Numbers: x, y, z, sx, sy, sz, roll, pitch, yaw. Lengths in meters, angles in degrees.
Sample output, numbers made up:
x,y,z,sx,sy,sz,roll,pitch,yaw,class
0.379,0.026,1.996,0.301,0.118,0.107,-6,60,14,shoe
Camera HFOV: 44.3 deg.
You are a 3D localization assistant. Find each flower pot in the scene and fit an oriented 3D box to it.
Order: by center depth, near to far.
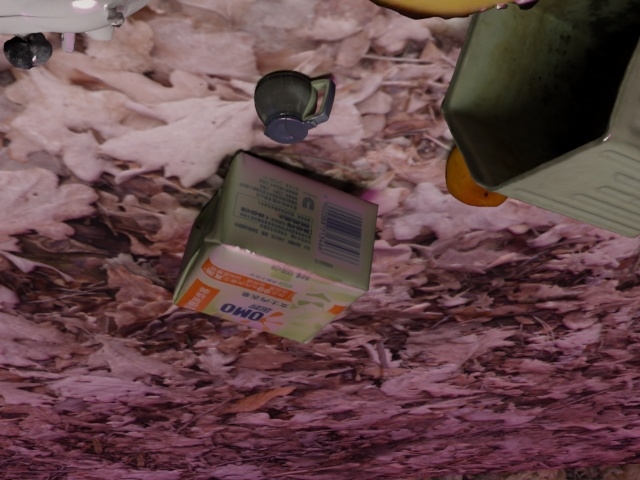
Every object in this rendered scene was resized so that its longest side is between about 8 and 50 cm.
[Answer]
x,y,z,sx,sy,sz,roll,pitch,yaw,class
0.246,-0.132,0.663,0.189,0.209,0.239,14,157,-27,flower pot

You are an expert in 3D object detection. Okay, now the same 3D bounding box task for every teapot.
x,y,z,sx,sy,sz,roll,pitch,yaw,class
-0.025,-0.134,0.802,0.087,0.057,0.066,-15,149,20,teapot

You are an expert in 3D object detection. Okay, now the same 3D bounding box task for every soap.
x,y,z,sx,sy,sz,roll,pitch,yaw,class
-0.056,0.017,0.967,0.199,0.139,0.182,19,146,-19,soap

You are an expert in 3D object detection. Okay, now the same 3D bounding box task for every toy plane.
x,y,z,sx,sy,sz,roll,pitch,yaw,class
-0.268,-0.204,0.612,0.273,0.107,0.182,8,144,-11,toy plane

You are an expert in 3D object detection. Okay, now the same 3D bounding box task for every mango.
x,y,z,sx,sy,sz,roll,pitch,yaw,class
0.185,-0.082,0.912,0.080,0.061,0.114,11,152,4,mango

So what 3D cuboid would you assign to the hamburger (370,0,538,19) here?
x,y,z,sx,sy,sz,roll,pitch,yaw,class
0.091,-0.266,0.491,0.236,0.149,0.237,-9,157,-4,hamburger
